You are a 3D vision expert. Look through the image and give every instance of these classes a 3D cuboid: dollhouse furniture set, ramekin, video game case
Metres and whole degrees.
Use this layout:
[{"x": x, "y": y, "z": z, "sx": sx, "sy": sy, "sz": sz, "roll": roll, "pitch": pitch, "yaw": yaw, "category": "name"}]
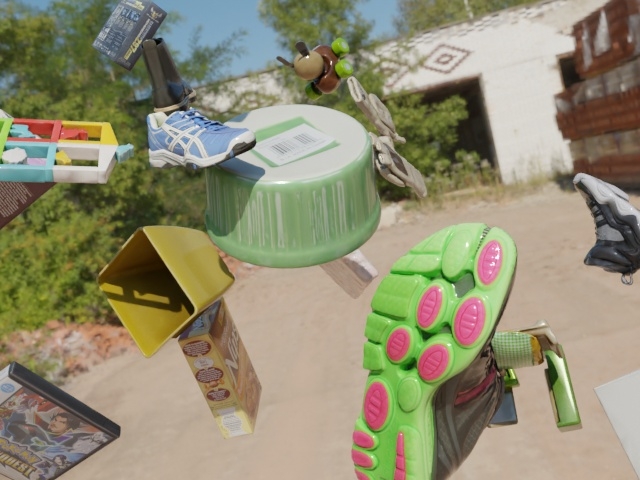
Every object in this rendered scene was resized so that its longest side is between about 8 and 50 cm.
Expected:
[{"x": 0.345, "y": 0.261, "z": 1.261, "sx": 0.197, "sy": 0.151, "sz": 0.301, "roll": -13, "pitch": -25, "yaw": 19, "category": "dollhouse furniture set"}, {"x": -0.050, "y": -0.104, "z": 1.160, "sx": 0.303, "sy": 0.148, "sz": 0.303, "roll": -2, "pitch": 37, "yaw": 1, "category": "ramekin"}, {"x": -0.590, "y": 0.381, "z": 1.402, "sx": 0.248, "sy": 0.275, "sz": 0.035, "roll": -35, "pitch": 34, "yaw": 14, "category": "video game case"}]

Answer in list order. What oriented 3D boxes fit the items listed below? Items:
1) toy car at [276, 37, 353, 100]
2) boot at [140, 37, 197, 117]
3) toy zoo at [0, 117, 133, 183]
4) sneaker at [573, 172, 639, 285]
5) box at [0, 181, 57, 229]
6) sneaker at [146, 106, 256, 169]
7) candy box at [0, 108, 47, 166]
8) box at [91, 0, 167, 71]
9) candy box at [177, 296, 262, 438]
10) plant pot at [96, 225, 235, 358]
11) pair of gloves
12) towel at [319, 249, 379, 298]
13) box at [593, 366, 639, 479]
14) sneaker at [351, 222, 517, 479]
[{"x": -0.030, "y": -0.509, "z": 1.988, "sx": 0.188, "sy": 0.149, "sz": 0.155, "roll": 15, "pitch": -32, "yaw": -43, "category": "toy car"}, {"x": -0.270, "y": -0.301, "z": 1.232, "sx": 0.076, "sy": 0.137, "sz": 0.198, "roll": -16, "pitch": 26, "yaw": -7, "category": "boot"}, {"x": -0.497, "y": -0.168, "z": 1.295, "sx": 0.293, "sy": 0.030, "sz": 0.192, "roll": 0, "pitch": 35, "yaw": -15, "category": "toy zoo"}, {"x": 0.588, "y": -0.025, "z": 1.455, "sx": 0.101, "sy": 0.153, "sz": 0.269, "roll": 14, "pitch": 28, "yaw": -31, "category": "sneaker"}, {"x": -0.908, "y": -0.103, "z": 1.849, "sx": 0.191, "sy": 0.143, "sz": 0.381, "roll": 16, "pitch": 55, "yaw": 42, "category": "box"}, {"x": -0.184, "y": -0.151, "z": 1.024, "sx": 0.211, "sy": 0.081, "sz": 0.080, "roll": 2, "pitch": 22, "yaw": 35, "category": "sneaker"}, {"x": -0.665, "y": -0.214, "z": 1.574, "sx": 0.070, "sy": 0.165, "sz": 0.196, "roll": -54, "pitch": 20, "yaw": -7, "category": "candy box"}, {"x": -0.514, "y": -0.562, "z": 1.873, "sx": 0.059, "sy": 0.183, "sz": 0.232, "roll": 30, "pitch": 4, "yaw": -40, "category": "box"}, {"x": -0.245, "y": 0.316, "z": 1.764, "sx": 0.087, "sy": 0.317, "sz": 0.183, "roll": -14, "pitch": 25, "yaw": 9, "category": "candy box"}, {"x": -0.315, "y": 0.090, "z": 1.516, "sx": 0.212, "sy": 0.212, "sz": 0.187, "roll": -42, "pitch": -10, "yaw": 34, "category": "plant pot"}, {"x": 0.133, "y": -0.206, "z": 1.455, "sx": 0.042, "sy": 0.240, "sz": 0.204, "roll": -31, "pitch": -28, "yaw": 22, "category": "pair of gloves"}, {"x": 0.000, "y": 0.000, "z": 1.718, "sx": 0.053, "sy": 0.332, "sz": 0.317, "roll": -45, "pitch": -7, "yaw": -10, "category": "towel"}, {"x": 0.675, "y": 0.377, "z": 1.240, "sx": 0.215, "sy": 0.346, "sz": 0.168, "roll": -3, "pitch": -26, "yaw": -46, "category": "box"}, {"x": 0.176, "y": 0.181, "z": 1.036, "sx": 0.185, "sy": 0.483, "sz": 0.202, "roll": 34, "pitch": 33, "yaw": 33, "category": "sneaker"}]
